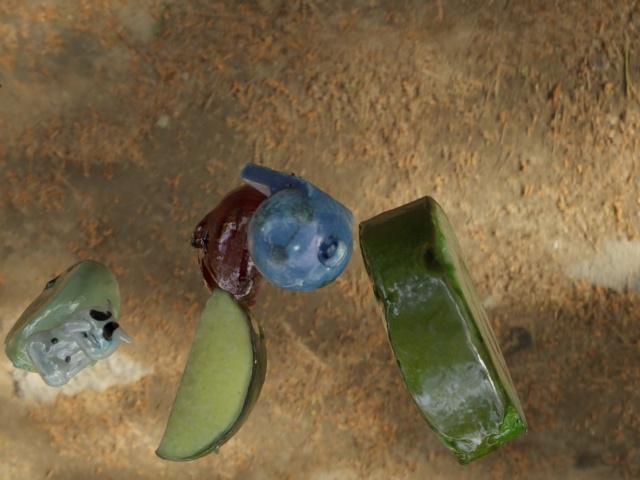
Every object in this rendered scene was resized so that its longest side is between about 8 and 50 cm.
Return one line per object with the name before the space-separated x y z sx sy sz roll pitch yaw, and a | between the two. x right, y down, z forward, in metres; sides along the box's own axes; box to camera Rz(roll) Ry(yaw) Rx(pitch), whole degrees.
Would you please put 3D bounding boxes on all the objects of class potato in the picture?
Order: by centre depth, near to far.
potato | -0.139 0.213 1.618 0.112 0.255 0.269 21 92 7

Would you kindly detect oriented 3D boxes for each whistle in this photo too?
whistle | -0.025 -0.006 0.807 0.158 0.090 0.090 21 139 56

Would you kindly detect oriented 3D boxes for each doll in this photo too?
doll | -0.449 0.190 1.879 0.181 0.107 0.110 -31 82 -8

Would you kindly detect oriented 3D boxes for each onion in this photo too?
onion | -0.141 0.006 1.868 0.161 0.248 0.248 35 125 9

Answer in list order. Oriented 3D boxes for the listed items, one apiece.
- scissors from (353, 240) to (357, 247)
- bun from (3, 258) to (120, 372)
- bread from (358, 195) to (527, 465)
scissors | 0.000 0.000 1.778 0.031 0.242 0.118 -30 71 22
bun | -0.516 0.178 2.133 0.283 0.283 0.179 -36 109 31
bread | 0.171 0.122 1.463 0.129 0.382 0.366 -23 107 11
